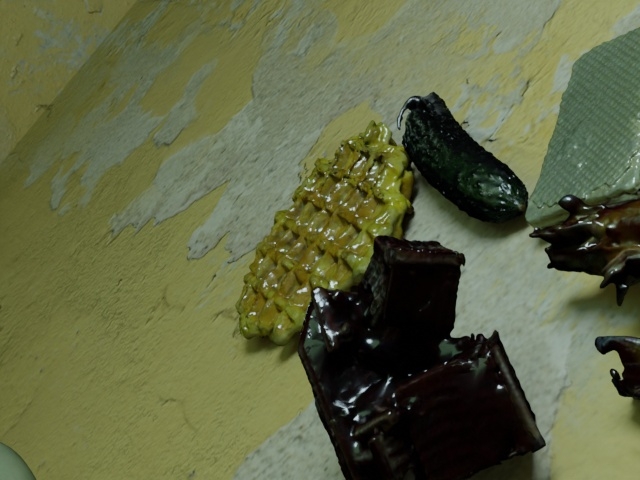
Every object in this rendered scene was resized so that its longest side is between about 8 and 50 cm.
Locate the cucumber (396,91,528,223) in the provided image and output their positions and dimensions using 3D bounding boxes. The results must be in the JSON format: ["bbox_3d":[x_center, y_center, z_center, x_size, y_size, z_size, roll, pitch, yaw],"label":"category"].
[{"bbox_3d":[0.128,-0.071,1.282,0.067,0.067,0.245,-46,26,9],"label":"cucumber"}]

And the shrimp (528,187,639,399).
[{"bbox_3d":[0.254,0.039,0.933,0.289,0.075,0.178,-4,52,40],"label":"shrimp"}]

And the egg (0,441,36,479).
[{"bbox_3d":[-0.383,0.318,1.440,0.186,0.186,0.253,-32,35,34],"label":"egg"}]

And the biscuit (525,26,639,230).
[{"bbox_3d":[0.246,-0.100,1.159,0.121,0.040,0.199,-22,37,48],"label":"biscuit"}]

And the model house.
[{"bbox_3d":[0.068,0.096,1.015,0.141,0.203,0.164,-24,-13,-19],"label":"model house"}]

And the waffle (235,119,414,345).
[{"bbox_3d":[0.000,0.000,1.405,0.238,0.059,0.243,-28,34,39],"label":"waffle"}]
